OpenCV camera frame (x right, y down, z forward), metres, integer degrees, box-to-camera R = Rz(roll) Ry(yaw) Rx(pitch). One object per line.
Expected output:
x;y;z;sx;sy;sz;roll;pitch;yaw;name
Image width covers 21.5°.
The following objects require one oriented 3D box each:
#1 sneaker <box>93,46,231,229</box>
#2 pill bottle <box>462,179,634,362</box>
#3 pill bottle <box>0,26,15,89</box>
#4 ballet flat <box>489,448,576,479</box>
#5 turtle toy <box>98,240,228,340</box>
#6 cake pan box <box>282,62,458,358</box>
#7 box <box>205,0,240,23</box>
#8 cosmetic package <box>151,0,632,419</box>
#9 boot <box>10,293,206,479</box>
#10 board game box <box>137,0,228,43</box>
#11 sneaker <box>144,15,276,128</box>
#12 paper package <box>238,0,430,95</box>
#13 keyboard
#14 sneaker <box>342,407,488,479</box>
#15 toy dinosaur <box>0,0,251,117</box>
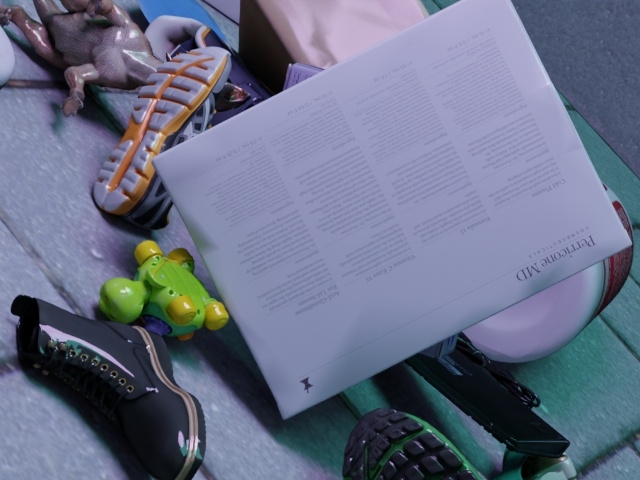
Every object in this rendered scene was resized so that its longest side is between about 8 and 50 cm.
-0.153;-0.107;1.755;0.084;0.215;0.083;20;-16;45;sneaker
0.300;0.018;2.295;0.229;0.229;0.408;48;20;8;pill bottle
-0.341;-0.096;1.303;0.117;0.215;0.117;38;21;-18;pill bottle
0.240;0.274;1.874;0.083;0.087;0.247;71;21;-4;ballet flat
-0.153;0.054;1.588;0.130;0.066;0.095;14;37;-54;turtle toy
0.054;-0.028;1.764;0.246;0.267;0.070;17;8;22;cake pan box
-0.153;-0.504;2.523;0.215;0.168;0.345;32;24;-31;box
0.068;-0.038;1.640;0.284;0.377;0.097;64;2;-2;cosmetic package
-0.183;0.127;1.404;0.137;0.077;0.198;24;15;-34;boot
-0.186;-0.272;2.210;0.133;0.033;0.169;50;25;1;board game box
-0.122;-0.156;1.977;0.127;0.126;0.321;34;11;-42;sneaker
0.042;-0.177;2.026;0.309;0.168;0.325;58;-12;13;paper package
0.158;0.151;1.936;0.201;0.033;0.317;9;25;-50;keyboard
0.145;0.302;1.629;0.343;0.134;0.146;52;13;-6;sneaker
-0.239;-0.207;1.869;0.296;0.127;0.200;41;8;29;toy dinosaur
